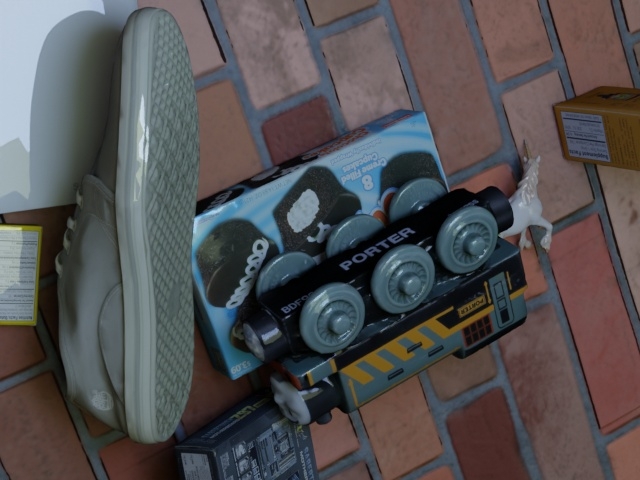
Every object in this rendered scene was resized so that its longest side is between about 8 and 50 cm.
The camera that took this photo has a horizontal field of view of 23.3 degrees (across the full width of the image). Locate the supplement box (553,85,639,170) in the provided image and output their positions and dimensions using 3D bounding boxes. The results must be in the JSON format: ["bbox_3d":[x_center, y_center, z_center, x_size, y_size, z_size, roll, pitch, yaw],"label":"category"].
[{"bbox_3d":[0.369,-0.128,1.788,0.078,0.233,0.080,-21,109,-22],"label":"supplement box"}]

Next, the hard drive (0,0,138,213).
[{"bbox_3d":[-0.281,-0.188,1.574,0.203,0.040,0.307,-9,100,-25],"label":"hard drive"}]

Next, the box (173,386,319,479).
[{"bbox_3d":[-0.066,0.297,1.685,0.183,0.059,0.232,-29,113,-55],"label":"box"}]

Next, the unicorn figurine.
[{"bbox_3d":[0.229,-0.026,1.827,0.162,0.060,0.111,-41,130,-31],"label":"unicorn figurine"}]

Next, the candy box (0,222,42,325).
[{"bbox_3d":[-0.385,0.032,1.560,0.206,0.027,0.105,3,98,-26],"label":"candy box"}]

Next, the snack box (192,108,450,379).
[{"bbox_3d":[0.000,0.000,1.723,0.322,0.060,0.187,-26,109,-21],"label":"snack box"}]

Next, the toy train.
[{"bbox_3d":[0.076,0.069,1.669,0.334,0.142,0.190,-29,122,-19],"label":"toy train"}]

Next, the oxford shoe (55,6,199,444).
[{"bbox_3d":[-0.199,-0.009,1.548,0.130,0.169,0.449,10,110,16],"label":"oxford shoe"}]
